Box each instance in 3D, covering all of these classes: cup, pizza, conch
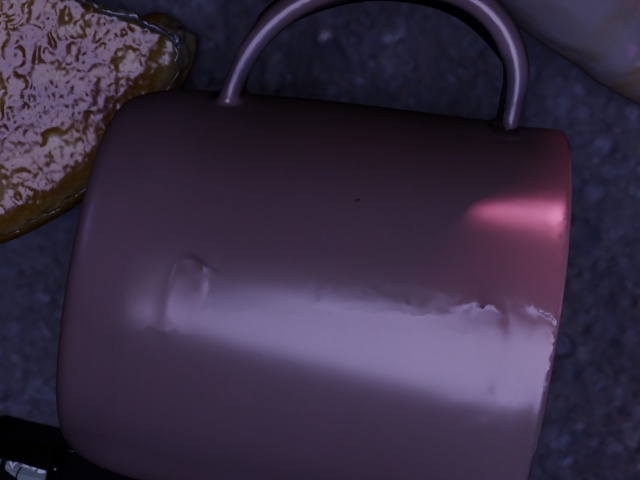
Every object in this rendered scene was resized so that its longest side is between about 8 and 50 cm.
[{"bbox_3d":[0.000,0.000,0.731,0.200,0.191,0.253,10,106,0],"label":"cup"},{"bbox_3d":[-0.174,-0.079,0.791,0.176,0.036,0.185,43,96,-11],"label":"pizza"},{"bbox_3d":[0.124,-0.133,0.752,0.176,0.094,0.104,40,61,-13],"label":"conch"}]

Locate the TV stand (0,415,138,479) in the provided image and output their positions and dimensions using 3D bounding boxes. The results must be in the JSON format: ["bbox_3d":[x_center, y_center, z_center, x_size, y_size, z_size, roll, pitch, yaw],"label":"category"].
[{"bbox_3d":[-0.045,0.143,0.837,0.256,0.049,0.040,14,101,-3],"label":"TV stand"}]
